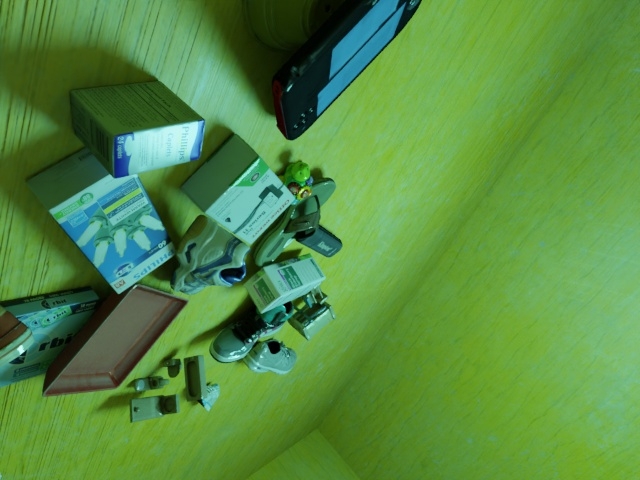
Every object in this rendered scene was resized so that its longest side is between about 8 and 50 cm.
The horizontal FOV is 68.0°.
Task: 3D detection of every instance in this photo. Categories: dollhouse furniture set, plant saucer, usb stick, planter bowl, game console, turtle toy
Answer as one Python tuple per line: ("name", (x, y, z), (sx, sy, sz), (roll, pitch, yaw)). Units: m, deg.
("dollhouse furniture set", (-0.399, 0.385, 1.244), (0.151, 0.144, 0.123), (-15, 163, 20))
("plant saucer", (-0.419, 0.198, 0.985), (0.259, 0.048, 0.258), (-51, 166, -6))
("dollhouse furniture set", (-0.055, 0.211, 1.600), (0.129, 0.129, 0.183), (-37, 129, -20))
("usb stick", (0.000, 0.000, 1.421), (0.077, 0.045, 0.278), (-47, 158, 5))
("planter bowl", (-0.013, -0.393, 0.773), (0.217, 0.090, 0.217), (-36, 153, -22))
("game console", (0.063, -0.347, 0.828), (0.386, 0.060, 0.342), (-47, -175, -2))
("turtle toy", (-0.055, -0.136, 1.113), (0.095, 0.066, 0.130), (-34, 152, -26))

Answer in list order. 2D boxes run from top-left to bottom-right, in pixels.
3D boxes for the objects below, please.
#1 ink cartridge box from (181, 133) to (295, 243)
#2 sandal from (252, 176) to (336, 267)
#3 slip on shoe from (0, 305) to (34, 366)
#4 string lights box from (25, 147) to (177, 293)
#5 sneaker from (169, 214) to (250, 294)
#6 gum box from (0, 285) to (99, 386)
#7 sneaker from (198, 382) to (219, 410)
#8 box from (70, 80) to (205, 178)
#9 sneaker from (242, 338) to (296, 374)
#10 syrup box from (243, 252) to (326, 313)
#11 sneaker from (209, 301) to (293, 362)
("ink cartridge box", (-0.160, -0.097, 0.979), (0.153, 0.087, 0.208), (-46, 156, -1))
("sandal", (-0.054, -0.035, 1.240), (0.302, 0.086, 0.120), (-52, 155, 10))
("slip on shoe", (-0.608, 0.197, 0.696), (0.331, 0.123, 0.101), (-30, 108, -15))
("string lights box", (-0.346, -0.031, 0.790), (0.133, 0.077, 0.259), (-39, 154, -21))
("sneaker", (-0.226, 0.064, 0.979), (0.112, 0.131, 0.296), (-64, -174, -27))
("gum box", (-0.512, 0.177, 0.874), (0.157, 0.041, 0.184), (-9, 135, -54))
("sneaker", (-0.373, 0.499, 1.560), (0.083, 0.071, 0.190), (-44, 164, -22))
("box", (-0.259, -0.162, 0.676), (0.137, 0.126, 0.072), (-24, 146, -40))
("sneaker", (-0.155, 0.416, 1.727), (0.115, 0.105, 0.281), (-52, 155, 9))
("syrup box", (-0.096, 0.116, 1.341), (0.096, 0.093, 0.237), (-40, 167, 28))
("sneaker", (-0.182, 0.232, 1.382), (0.295, 0.124, 0.178), (-28, 155, -51))
